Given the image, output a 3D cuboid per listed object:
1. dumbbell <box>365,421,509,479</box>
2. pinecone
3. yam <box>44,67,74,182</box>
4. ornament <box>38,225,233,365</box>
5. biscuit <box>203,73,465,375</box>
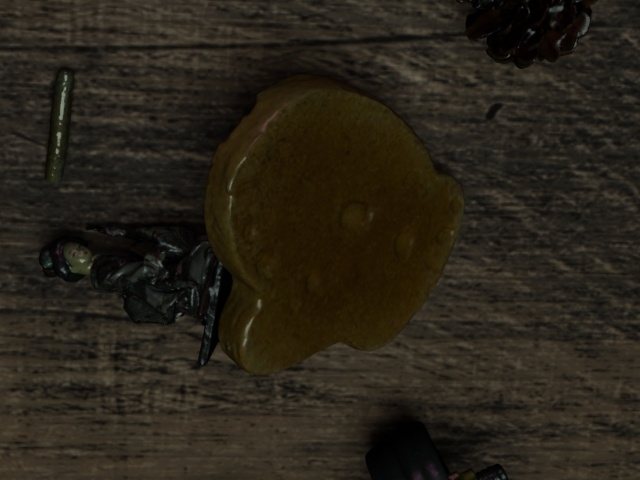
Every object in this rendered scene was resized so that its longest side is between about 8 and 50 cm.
[{"bbox_3d":[0.020,0.330,1.767,0.388,0.185,0.185,-25,112,2],"label":"dumbbell"},{"bbox_3d":[0.190,-0.237,1.596,0.120,0.140,0.140,17,110,-47],"label":"pinecone"},{"bbox_3d":[-0.255,-0.112,1.644,0.021,0.021,0.116,7,110,-11],"label":"yam"},{"bbox_3d":[-0.179,0.012,1.652,0.196,0.166,0.153,11,108,4],"label":"ornament"},{"bbox_3d":[-0.001,-0.001,1.616,0.343,0.057,0.287,34,85,-49],"label":"biscuit"}]
